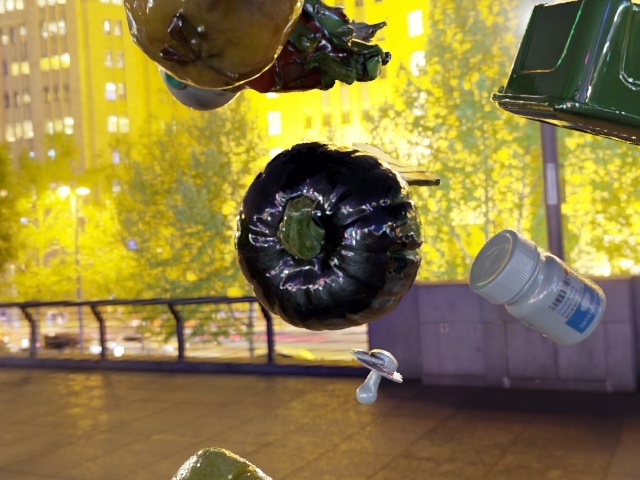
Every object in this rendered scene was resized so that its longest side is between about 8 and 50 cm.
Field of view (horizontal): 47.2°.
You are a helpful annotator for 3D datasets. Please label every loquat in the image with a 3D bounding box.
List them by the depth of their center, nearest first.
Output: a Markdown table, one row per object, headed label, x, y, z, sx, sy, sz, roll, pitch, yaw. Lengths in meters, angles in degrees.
| label | x | y | z | sx | sy | sz | roll | pitch | yaw |
| --- | --- | --- | --- | --- | --- | --- | --- | --- | --- |
| loquat | -0.120 | -0.290 | 0.839 | 0.193 | 0.238 | 0.238 | 29 | -22 | -38 |

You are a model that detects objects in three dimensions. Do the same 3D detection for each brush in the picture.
| label | x | y | z | sx | sy | sz | roll | pitch | yaw |
| --- | --- | --- | --- | --- | --- | --- | --- | --- | --- |
| brush | 0.141 | -0.163 | 1.524 | 0.086 | 0.020 | 0.336 | -4 | 21 | -18 |

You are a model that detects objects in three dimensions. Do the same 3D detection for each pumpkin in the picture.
| label | x | y | z | sx | sy | sz | roll | pitch | yaw |
| --- | --- | --- | --- | --- | --- | --- | --- | --- | --- |
| pumpkin | 0.000 | 0.000 | 1.084 | 0.296 | 0.295 | 0.296 | -4 | 0 | 0 |

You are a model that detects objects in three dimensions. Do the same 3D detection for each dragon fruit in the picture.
| label | x | y | z | sx | sy | sz | roll | pitch | yaw |
| --- | --- | --- | --- | --- | --- | --- | --- | --- | --- |
| dragon fruit | -0.050 | -0.287 | 1.019 | 0.269 | 0.198 | 0.200 | 24 | 13 | 39 |

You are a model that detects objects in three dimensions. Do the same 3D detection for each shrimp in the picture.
| label | x | y | z | sx | sy | sz | roll | pitch | yaw |
| --- | --- | --- | --- | --- | --- | --- | --- | --- | --- |
| shrimp | 0.018 | -0.412 | 1.415 | 0.224 | 0.126 | 0.047 | -13 | -16 | 1 |

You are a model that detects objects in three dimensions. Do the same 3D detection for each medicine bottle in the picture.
| label | x | y | z | sx | sy | sz | roll | pitch | yaw |
| --- | --- | --- | --- | --- | --- | --- | --- | --- | --- |
| medicine bottle | 0.302 | 0.067 | 1.022 | 0.168 | 0.105 | 0.105 | 31 | -10 | -14 |

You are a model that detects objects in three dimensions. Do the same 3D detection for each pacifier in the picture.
| label | x | y | z | sx | sy | sz | roll | pitch | yaw |
| --- | --- | --- | --- | --- | --- | --- | --- | --- | --- |
| pacifier | 0.070 | 0.187 | 1.007 | 0.082 | 0.078 | 0.099 | 24 | 0 | 9 |

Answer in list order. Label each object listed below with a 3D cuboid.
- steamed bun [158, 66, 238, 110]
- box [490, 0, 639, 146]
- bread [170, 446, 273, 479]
| label | x | y | z | sx | sy | sz | roll | pitch | yaw |
| --- | --- | --- | --- | --- | --- | --- | --- | --- | --- |
| steamed bun | -0.232 | -0.332 | 1.435 | 0.177 | 0.130 | 0.228 | 5 | -16 | -11 |
| box | 0.440 | -0.227 | 1.024 | 0.329 | 0.177 | 0.253 | 11 | 9 | -14 |
| bread | -0.104 | 0.403 | 0.968 | 0.270 | 0.269 | 0.148 | -4 | 38 | 50 |
